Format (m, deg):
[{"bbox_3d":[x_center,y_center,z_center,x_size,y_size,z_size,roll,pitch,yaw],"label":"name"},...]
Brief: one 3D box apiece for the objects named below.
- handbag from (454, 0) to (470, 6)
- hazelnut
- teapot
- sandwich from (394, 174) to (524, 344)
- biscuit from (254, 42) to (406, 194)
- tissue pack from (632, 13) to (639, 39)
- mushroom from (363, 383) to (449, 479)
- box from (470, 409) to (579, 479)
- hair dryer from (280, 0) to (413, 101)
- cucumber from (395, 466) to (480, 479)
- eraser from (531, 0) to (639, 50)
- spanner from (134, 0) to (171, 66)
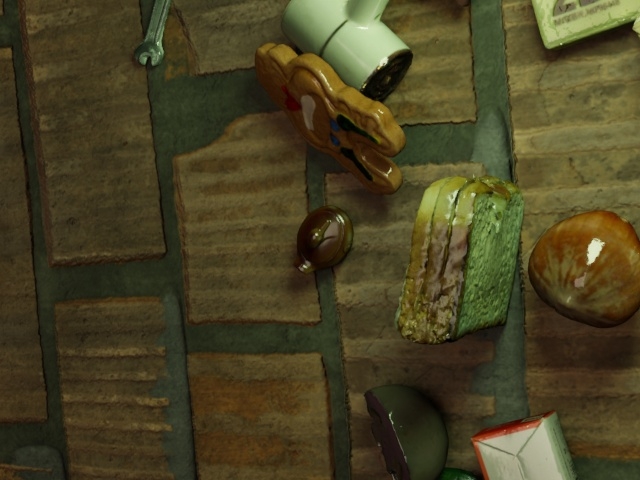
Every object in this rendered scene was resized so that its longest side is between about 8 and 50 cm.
[{"bbox_3d":[0.197,-0.518,1.726,0.213,0.127,0.235,36,123,22],"label":"handbag"},{"bbox_3d":[0.402,0.039,1.640,0.182,0.182,0.182,3,96,28],"label":"hazelnut"},{"bbox_3d":[0.000,0.000,1.904,0.098,0.078,0.129,43,113,18],"label":"teapot"},{"bbox_3d":[0.222,0.023,1.680,0.095,0.273,0.249,14,99,26],"label":"sandwich"},{"bbox_3d":[0.009,-0.210,1.832,0.334,0.047,0.202,41,154,22],"label":"biscuit"},{"bbox_3d":[0.577,-0.292,1.544,0.222,0.090,0.186,-33,96,25],"label":"tissue pack"},{"bbox_3d":[0.151,0.325,1.835,0.117,0.141,0.188,-16,74,-3],"label":"mushroom"},{"bbox_3d":[0.336,0.374,1.752,0.133,0.099,0.182,-23,82,25],"label":"box"},{"bbox_3d":[0.085,-0.402,1.740,0.203,0.128,0.362,46,136,17],"label":"hair dryer"},{"bbox_3d":[0.206,0.399,1.856,0.168,0.039,0.039,-2,94,32],"label":"cucumber"},{"bbox_3d":[0.409,-0.367,1.662,0.172,0.058,0.117,-15,88,28],"label":"eraser"},{"bbox_3d":[-0.285,-0.468,2.049,0.071,0.017,0.302,22,104,25],"label":"spanner"}]
